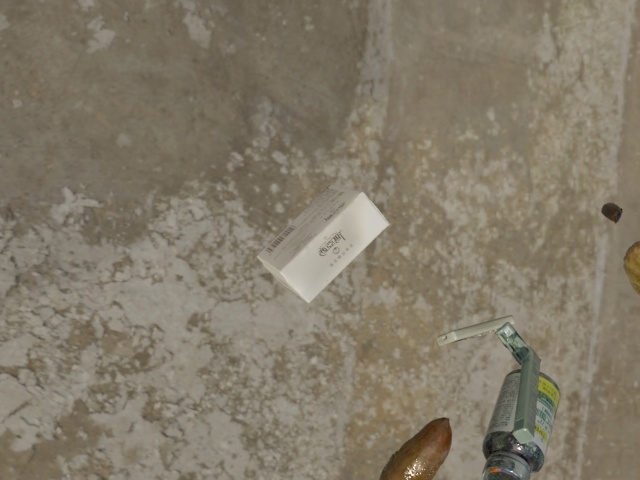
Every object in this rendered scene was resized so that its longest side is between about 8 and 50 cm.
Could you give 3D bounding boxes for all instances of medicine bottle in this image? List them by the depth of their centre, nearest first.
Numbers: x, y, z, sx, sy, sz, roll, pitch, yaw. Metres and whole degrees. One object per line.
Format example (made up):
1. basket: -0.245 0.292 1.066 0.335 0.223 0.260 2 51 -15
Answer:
1. medicine bottle: 0.460 0.444 1.713 0.293 0.141 0.141 -55 127 -43

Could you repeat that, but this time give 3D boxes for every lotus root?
1. lotus root: 0.699 -0.072 1.779 0.030 0.083 0.037 27 109 -6

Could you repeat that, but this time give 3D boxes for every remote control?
1. remote control: 0.382 0.219 1.798 0.190 0.087 0.029 -11 76 -25

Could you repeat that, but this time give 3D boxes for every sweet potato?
1. sweet potato: 0.183 0.566 1.707 0.109 0.109 0.385 28 99 -42

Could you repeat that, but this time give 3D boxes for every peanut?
1. peanut: 0.635 0.087 1.346 0.095 0.108 0.226 -46 102 -6

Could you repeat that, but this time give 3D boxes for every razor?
1. razor: 0.362 0.252 1.298 0.111 0.056 0.278 51 24 -12

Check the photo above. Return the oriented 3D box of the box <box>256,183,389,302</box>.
1. box: 0.000 0.000 1.687 0.260 0.194 0.111 -42 111 -8
